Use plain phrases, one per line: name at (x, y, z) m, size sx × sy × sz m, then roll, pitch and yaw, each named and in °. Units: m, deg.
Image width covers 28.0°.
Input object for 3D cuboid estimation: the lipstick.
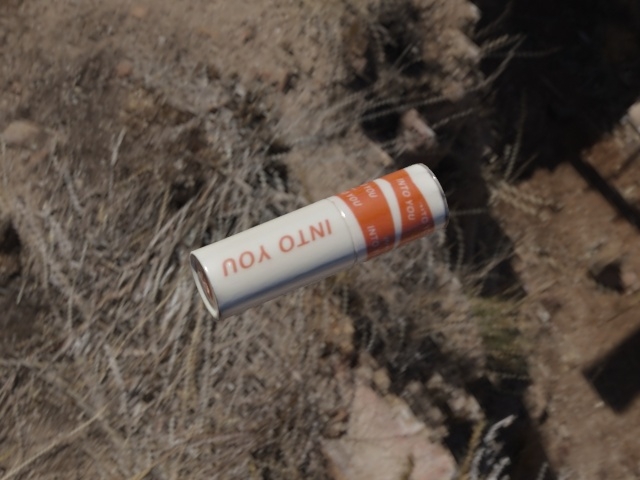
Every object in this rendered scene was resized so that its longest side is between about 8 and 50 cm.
lipstick at (0.000, 0.000, 0.654) m, size 0.131 × 0.038 × 0.038 m, roll -22°, pitch 77°, yaw -17°
